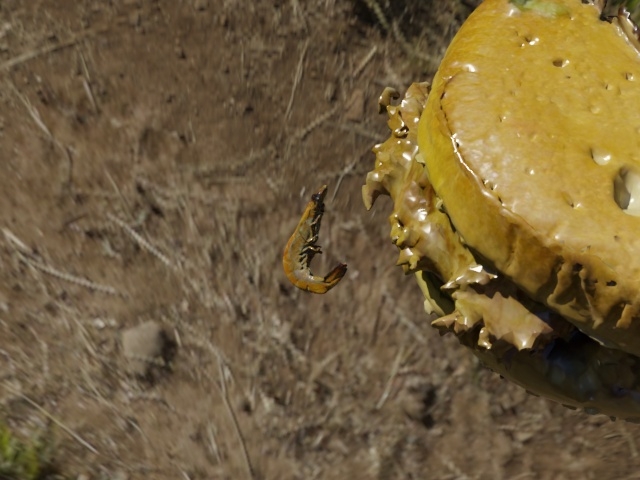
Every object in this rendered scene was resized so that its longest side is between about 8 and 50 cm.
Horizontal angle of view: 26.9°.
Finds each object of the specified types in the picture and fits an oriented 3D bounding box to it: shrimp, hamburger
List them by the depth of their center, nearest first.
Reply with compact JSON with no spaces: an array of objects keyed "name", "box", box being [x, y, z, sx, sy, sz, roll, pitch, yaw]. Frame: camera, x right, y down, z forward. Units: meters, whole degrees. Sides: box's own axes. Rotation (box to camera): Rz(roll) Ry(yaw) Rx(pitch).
[{"name":"hamburger","box":[0.188,-0.020,1.200,0.287,0.268,0.445,-12,55,-18]},{"name":"shrimp","box":[0.000,0.000,1.563,0.091,0.025,0.127,21,102,36]}]
